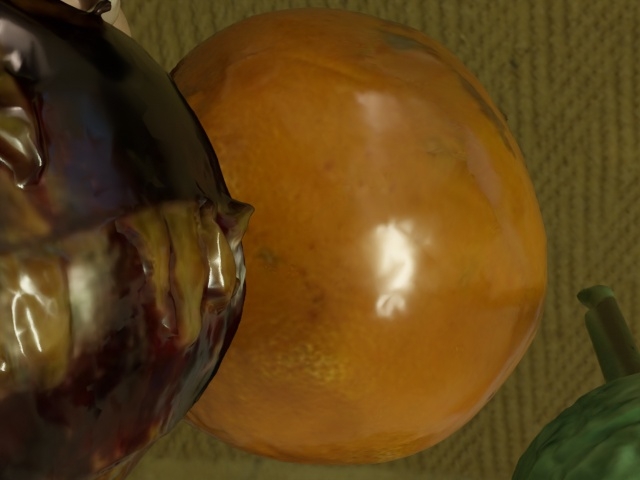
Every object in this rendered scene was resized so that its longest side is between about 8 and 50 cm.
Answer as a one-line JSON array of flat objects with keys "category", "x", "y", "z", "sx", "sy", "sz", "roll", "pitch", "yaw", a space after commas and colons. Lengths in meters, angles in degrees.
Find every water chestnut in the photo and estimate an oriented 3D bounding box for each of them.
[{"category": "water chestnut", "x": -0.165, "y": 0.050, "z": 0.426, "sx": 0.300, "sy": 0.300, "sz": 0.300, "roll": -5, "pitch": 119, "yaw": -9}]

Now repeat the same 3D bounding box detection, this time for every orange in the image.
[{"category": "orange", "x": 0.000, "y": 0.000, "z": 0.748, "sx": 0.312, "sy": 0.312, "sz": 0.312, "roll": -5, "pitch": 119, "yaw": -9}]

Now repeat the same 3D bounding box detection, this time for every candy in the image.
[{"category": "candy", "x": 0.148, "y": 0.075, "z": 0.517, "sx": 0.119, "sy": 0.440, "sz": 0.119, "roll": 2, "pitch": 99, "yaw": 10}]

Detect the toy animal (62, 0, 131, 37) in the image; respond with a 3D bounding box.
[{"category": "toy animal", "x": -0.308, "y": -0.164, "z": 1.025, "sx": 0.256, "sy": 0.213, "sz": 0.195, "roll": -36, "pitch": 160, "yaw": -7}]
